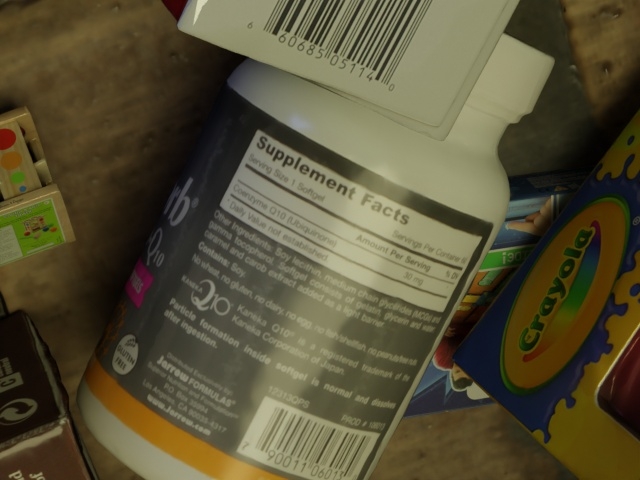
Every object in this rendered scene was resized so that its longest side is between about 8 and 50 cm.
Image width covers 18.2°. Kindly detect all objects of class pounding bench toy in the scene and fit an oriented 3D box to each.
[{"bbox_3d":[-0.181,-0.024,1.049,0.083,0.065,0.052,-21,151,-8],"label":"pounding bench toy"}]

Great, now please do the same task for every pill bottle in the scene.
[{"bbox_3d":[0.000,0.000,1.037,0.162,0.162,0.278,23,99,-25],"label":"pill bottle"}]

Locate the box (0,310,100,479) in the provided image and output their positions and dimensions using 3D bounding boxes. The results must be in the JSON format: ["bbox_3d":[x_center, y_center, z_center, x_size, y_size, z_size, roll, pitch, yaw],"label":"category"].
[{"bbox_3d":[-0.291,0.212,1.087,0.381,0.143,0.191,-23,119,-8],"label":"box"}]

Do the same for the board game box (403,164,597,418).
[{"bbox_3d":[0.091,0.033,1.183,0.201,0.035,0.136,-8,115,-14],"label":"board game box"}]

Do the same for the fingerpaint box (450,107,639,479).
[{"bbox_3d":[0.327,-0.005,1.022,0.163,0.371,0.445,35,95,-33],"label":"fingerpaint box"}]

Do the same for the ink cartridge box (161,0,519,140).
[{"bbox_3d":[0.016,-0.233,0.880,0.130,0.309,0.272,22,105,-25],"label":"ink cartridge box"}]
